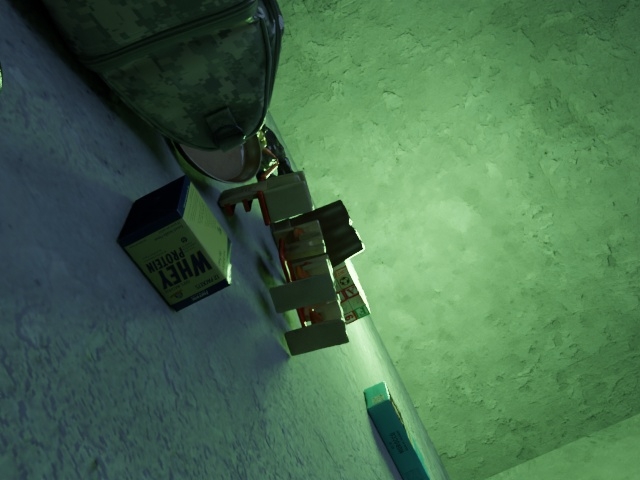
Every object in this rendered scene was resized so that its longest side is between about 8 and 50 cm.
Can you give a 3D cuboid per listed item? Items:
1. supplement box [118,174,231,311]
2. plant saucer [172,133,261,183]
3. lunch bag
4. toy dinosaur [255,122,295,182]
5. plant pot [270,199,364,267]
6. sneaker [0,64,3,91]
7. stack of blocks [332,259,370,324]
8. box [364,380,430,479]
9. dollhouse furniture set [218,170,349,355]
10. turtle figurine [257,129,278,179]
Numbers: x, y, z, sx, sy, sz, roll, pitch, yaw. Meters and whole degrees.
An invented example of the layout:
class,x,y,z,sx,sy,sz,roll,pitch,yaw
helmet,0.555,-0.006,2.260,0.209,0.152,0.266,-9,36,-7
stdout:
class,x,y,z,sx,sy,sz,roll,pitch,yaw
supplement box,-0.125,0.001,0.451,0.083,0.056,0.083,61,6,-29
plant saucer,-0.156,-0.153,0.725,0.168,0.029,0.168,30,47,-38
lunch bag,-0.171,-0.279,0.584,0.256,0.213,0.305,74,-6,-53
toy dinosaur,-0.123,-0.197,1.107,0.313,0.121,0.160,-69,139,-79
plant pot,0.000,0.000,1.119,0.167,0.165,0.167,-25,90,-85
sneaker,-0.212,-0.145,0.226,0.188,0.067,0.078,58,13,-25
stack of blocks,0.063,0.112,1.635,0.171,0.087,0.297,61,6,-26
box,0.189,0.481,1.248,0.244,0.060,0.100,63,5,-10
dollhouse furniture set,-0.058,0.027,0.830,0.262,0.135,0.259,-102,176,-69
turtle figurine,-0.165,-0.216,0.850,0.217,0.087,0.269,56,23,11
